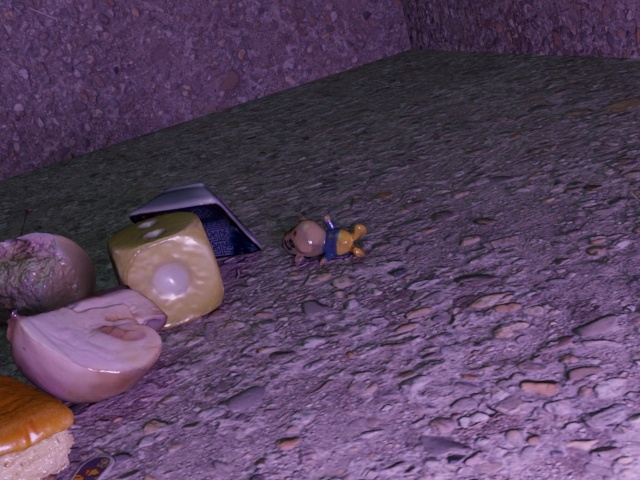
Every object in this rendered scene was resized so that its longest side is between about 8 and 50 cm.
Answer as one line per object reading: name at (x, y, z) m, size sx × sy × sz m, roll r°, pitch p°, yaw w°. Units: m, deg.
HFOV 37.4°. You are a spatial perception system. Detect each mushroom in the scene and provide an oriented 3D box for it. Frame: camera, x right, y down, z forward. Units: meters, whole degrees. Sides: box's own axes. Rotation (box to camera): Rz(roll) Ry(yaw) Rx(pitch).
mushroom at (-0.337, 0.191, 1.438) m, size 0.173 × 0.162 × 0.236 m, roll 42°, pitch 35°, yaw 26°

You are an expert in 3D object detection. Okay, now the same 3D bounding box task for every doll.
doll at (0.000, 0.000, 1.780) m, size 0.179 × 0.102 × 0.089 m, roll -7°, pitch -23°, yaw 32°

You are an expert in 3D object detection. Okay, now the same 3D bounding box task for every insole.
insole at (-0.315, 0.325, 1.180) m, size 0.065 × 0.004 × 0.197 m, roll -7°, pitch 20°, yaw 22°

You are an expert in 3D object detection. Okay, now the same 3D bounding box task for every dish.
dish at (-0.239, -0.043, 1.856) m, size 0.182 × 0.080 × 0.243 m, roll -8°, pitch -24°, yaw 16°

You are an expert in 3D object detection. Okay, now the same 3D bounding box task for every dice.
dice at (-0.277, 0.053, 1.690) m, size 0.169 × 0.166 × 0.169 m, roll -19°, pitch 19°, yaw -14°

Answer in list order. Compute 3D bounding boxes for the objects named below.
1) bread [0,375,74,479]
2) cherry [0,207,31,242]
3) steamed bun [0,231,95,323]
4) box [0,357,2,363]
bread at (-0.442, 0.263, 1.278) m, size 0.174 × 0.121 × 0.246 m, roll -29°, pitch 21°, yaw -33°
cherry at (-0.660, 0.048, 1.992) m, size 0.148 × 0.115 × 0.188 m, roll -27°, pitch -22°, yaw -44°
steamed bun at (-0.582, 0.071, 1.867) m, size 0.226 × 0.170 × 0.200 m, roll -6°, pitch 25°, yaw 27°
box at (-0.695, 0.234, 1.681) m, size 0.235 × 0.034 × 0.132 m, roll -23°, pitch 20°, yaw -22°
